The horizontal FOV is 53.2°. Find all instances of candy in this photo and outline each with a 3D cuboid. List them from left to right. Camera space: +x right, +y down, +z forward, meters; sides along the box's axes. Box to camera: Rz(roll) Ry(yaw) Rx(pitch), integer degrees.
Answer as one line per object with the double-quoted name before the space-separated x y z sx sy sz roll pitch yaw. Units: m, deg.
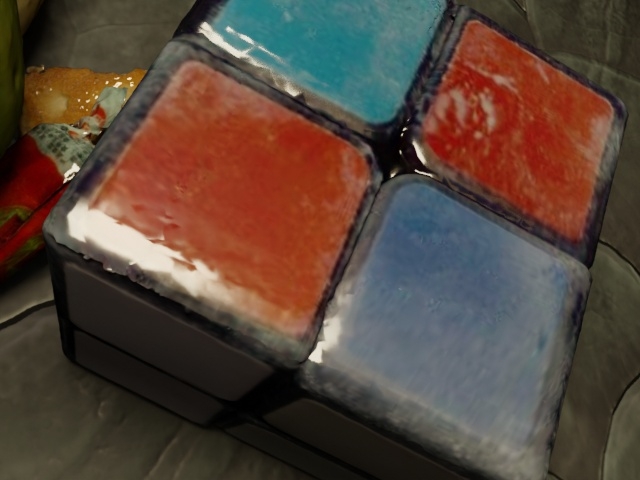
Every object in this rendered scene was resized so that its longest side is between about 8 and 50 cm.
"candy" -0.262 -0.021 0.540 0.292 0.059 0.086 -45 75 -6

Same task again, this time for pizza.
"pizza" -0.210 -0.107 0.615 0.161 0.062 0.182 -43 78 -3

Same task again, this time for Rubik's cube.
"Rubik's cube" 0.000 0.000 0.522 0.313 0.316 0.319 28 62 -6

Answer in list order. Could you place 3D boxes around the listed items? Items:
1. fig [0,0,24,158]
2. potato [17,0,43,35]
"fig" -0.313 -0.162 0.379 0.257 0.326 0.258 -8 54 12
"potato" -0.363 -0.300 0.573 0.285 0.242 0.243 20 63 -2
